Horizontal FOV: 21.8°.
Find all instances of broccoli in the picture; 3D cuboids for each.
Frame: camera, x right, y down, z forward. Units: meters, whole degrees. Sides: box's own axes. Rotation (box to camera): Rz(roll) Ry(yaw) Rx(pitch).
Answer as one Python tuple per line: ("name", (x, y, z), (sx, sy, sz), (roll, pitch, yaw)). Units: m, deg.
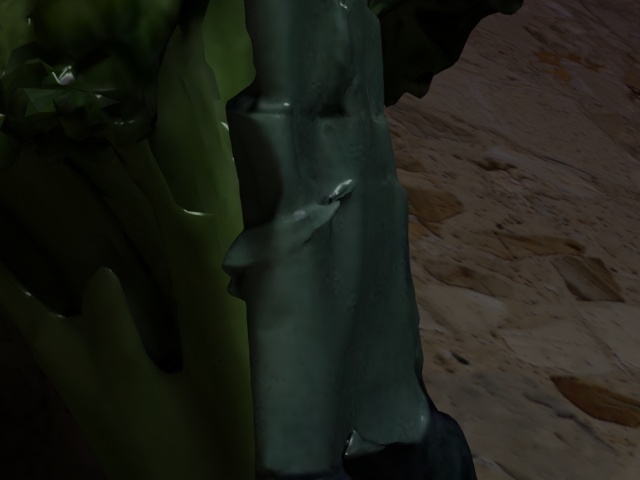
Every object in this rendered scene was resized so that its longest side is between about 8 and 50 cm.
("broccoli", (-0.082, -0.048, 0.504), (0.249, 0.302, 0.375), (12, 24, 31))

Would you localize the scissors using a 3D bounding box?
("scissors", (0.000, 0.000, 0.359), (0.029, 0.383, 0.256), (0, 12, 26))
